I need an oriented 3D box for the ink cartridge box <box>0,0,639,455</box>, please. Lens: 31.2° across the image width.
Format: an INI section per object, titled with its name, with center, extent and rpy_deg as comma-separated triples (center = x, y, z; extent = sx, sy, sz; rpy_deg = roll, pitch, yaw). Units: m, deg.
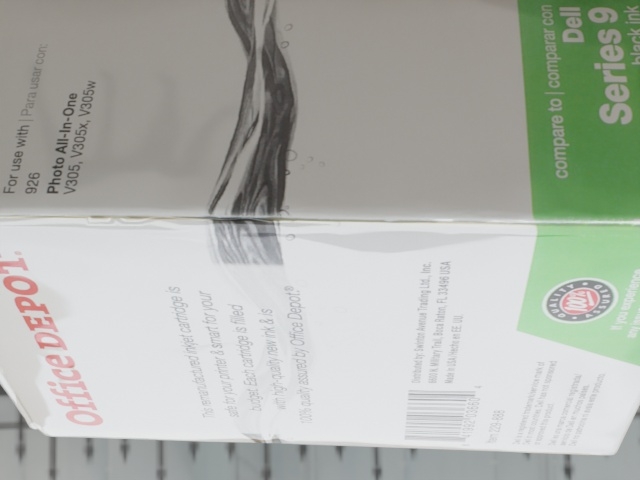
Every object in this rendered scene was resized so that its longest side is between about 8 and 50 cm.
[ink cartridge box]
center = 0.000, 0.000, 0.506
extent = 0.289, 0.121, 0.211
rpy_deg = 1, 148, 2
